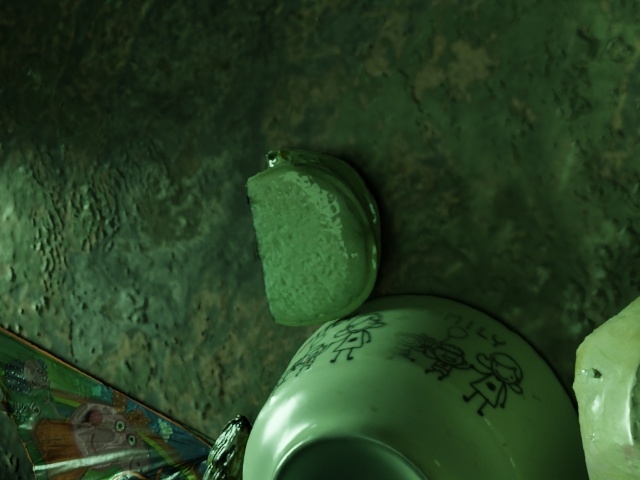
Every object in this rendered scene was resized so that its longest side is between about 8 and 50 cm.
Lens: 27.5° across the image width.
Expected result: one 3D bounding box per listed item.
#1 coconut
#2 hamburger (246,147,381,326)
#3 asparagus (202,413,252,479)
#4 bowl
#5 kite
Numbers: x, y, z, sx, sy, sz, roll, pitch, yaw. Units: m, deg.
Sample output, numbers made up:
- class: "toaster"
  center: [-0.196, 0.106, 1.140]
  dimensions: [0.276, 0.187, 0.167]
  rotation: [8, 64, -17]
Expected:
- class: "coconut"
  center: [0.231, 0.098, 0.721]
  dimensions: [0.194, 0.194, 0.194]
  rotation: [5, 102, 25]
- class: "hamburger"
  center: [0.002, -0.001, 0.879]
  dimensions: [0.084, 0.054, 0.121]
  rotation: [0, 103, 22]
- class: "asparagus"
  center: [-0.078, 0.199, 0.968]
  dimensions: [0.036, 0.030, 0.165]
  rotation: [27, 111, 29]
- class: "bowl"
  center: [0.048, 0.163, 0.848]
  dimensions: [0.237, 0.126, 0.238]
  rotation: [5, 103, 23]
- class: "kite"
  center: [-0.172, 0.187, 1.018]
  dimensions: [0.234, 0.016, 0.321]
  rotation: [-22, 90, 28]
